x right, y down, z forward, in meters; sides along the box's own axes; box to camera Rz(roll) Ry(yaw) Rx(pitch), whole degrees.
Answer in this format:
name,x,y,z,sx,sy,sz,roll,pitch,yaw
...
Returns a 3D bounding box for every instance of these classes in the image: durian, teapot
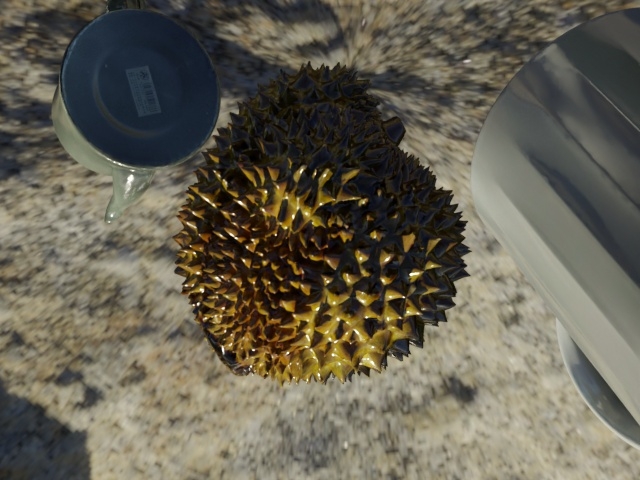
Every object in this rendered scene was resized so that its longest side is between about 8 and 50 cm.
name,x,y,z,sx,sy,sz,roll,pitch,yaw
durian,0.000,0.000,0.755,0.158,0.137,0.168,39,98,27
teapot,-0.200,-0.142,1.446,0.162,0.149,0.239,2,77,-23

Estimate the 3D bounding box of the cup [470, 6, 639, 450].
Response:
name,x,y,z,sx,sy,sz,roll,pitch,yaw
cup,0.277,0.044,1.053,0.236,0.327,0.323,-10,131,-23
